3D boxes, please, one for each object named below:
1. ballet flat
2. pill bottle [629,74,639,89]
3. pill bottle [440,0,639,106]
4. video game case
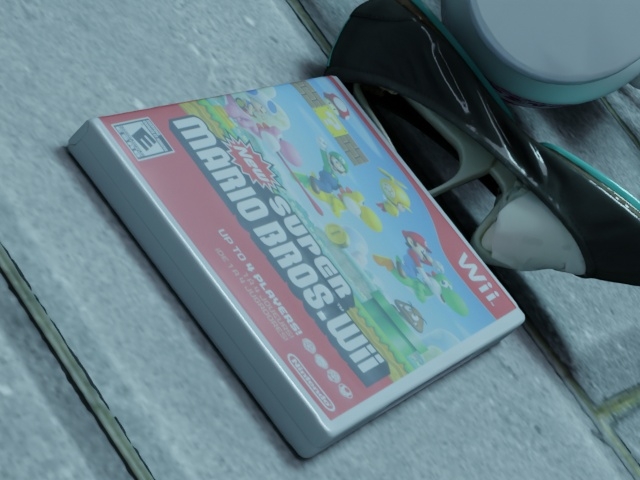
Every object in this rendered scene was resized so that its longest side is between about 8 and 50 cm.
[{"bbox_3d":[0.112,-0.043,1.127,0.280,0.096,0.095,43,-9,9],"label":"ballet flat"},{"bbox_3d":[0.234,-0.287,1.418,0.301,0.169,0.169,50,26,0],"label":"pill bottle"},{"bbox_3d":[0.166,-0.175,1.209,0.160,0.160,0.283,48,5,0],"label":"pill bottle"},{"bbox_3d":[0.000,0.000,0.973,0.204,0.025,0.285,52,26,9],"label":"video game case"}]
